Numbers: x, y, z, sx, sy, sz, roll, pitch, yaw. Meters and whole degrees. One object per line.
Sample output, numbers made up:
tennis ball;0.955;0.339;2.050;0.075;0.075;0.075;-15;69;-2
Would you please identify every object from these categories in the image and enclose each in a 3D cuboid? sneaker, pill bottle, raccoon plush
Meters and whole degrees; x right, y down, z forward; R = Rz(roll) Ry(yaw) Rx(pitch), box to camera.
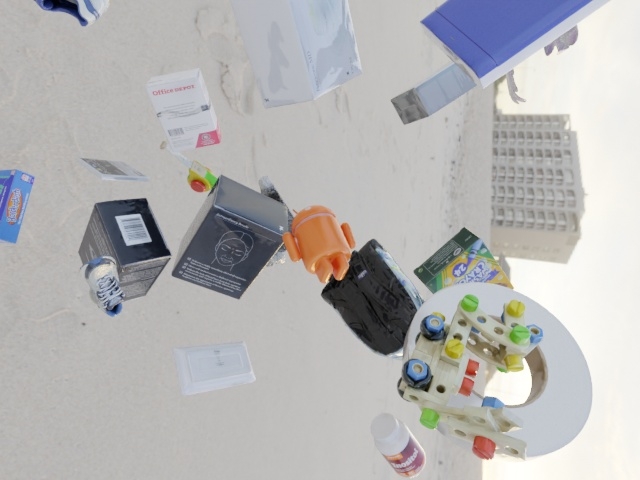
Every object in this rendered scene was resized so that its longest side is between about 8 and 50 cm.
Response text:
sneaker;-0.686;-0.643;0.983;0.112;0.297;0.130;-36;-144;60
pill bottle;0.177;0.473;0.936;0.152;0.086;0.086;56;37;-25
raccoon plush;-0.278;-0.070;2.027;0.446;0.299;0.216;59;0;-14
sneaker;-0.331;0.074;0.631;0.052;0.058;0.135;-32;158;-33

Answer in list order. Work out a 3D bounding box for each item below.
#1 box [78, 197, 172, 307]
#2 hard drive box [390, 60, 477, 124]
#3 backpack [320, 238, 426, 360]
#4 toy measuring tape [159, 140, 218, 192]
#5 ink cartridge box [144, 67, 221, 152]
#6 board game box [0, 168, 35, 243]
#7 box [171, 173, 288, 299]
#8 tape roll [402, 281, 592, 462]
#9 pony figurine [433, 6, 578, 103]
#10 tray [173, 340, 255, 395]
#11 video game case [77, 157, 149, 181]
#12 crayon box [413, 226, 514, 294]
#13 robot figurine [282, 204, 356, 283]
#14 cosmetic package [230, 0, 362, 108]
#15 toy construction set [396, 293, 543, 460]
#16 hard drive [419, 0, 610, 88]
box;-0.429;0.029;0.874;0.108;0.207;0.153;-14;70;-45
hard drive box;0.338;-0.429;1.123;0.089;0.232;0.181;58;-5;-13
backpack;0.210;0.218;1.308;0.273;0.355;0.290;37;98;-33
toy measuring tape;-0.585;-0.308;1.797;0.330;0.122;0.121;37;56;-33
ink cartridge box;-0.454;-0.437;1.360;0.100;0.172;0.237;-103;-178;-48
board game box;-0.757;-0.075;0.906;0.047;0.211;0.159;39;54;-66
box;-0.351;-0.002;1.570;0.395;0.294;0.211;-49;-151;30
tape roll;0.379;0.272;0.893;0.071;0.393;0.391;92;15;-53
pony figurine;0.490;-0.583;1.053;0.303;0.365;0.350;119;-23;-78
tray;-0.322;0.390;1.269;0.271;0.030;0.145;9;50;-48
video game case;-0.751;-0.255;1.464;0.173;0.191;0.022;-6;119;-53
crayon box;0.457;0.135;1.243;0.323;0.203;0.083;43;8;-33
robot figurine;-0.002;0.000;1.038;0.128;0.158;0.219;39;25;-57
cosmetic package;-0.038;-0.423;0.835;0.224;0.138;0.223;-46;129;-43
toy construction set;0.260;0.221;0.688;0.328;0.215;0.151;-44;148;-51
hard drive;0.344;-0.401;0.635;0.040;0.319;0.210;38;24;-47
